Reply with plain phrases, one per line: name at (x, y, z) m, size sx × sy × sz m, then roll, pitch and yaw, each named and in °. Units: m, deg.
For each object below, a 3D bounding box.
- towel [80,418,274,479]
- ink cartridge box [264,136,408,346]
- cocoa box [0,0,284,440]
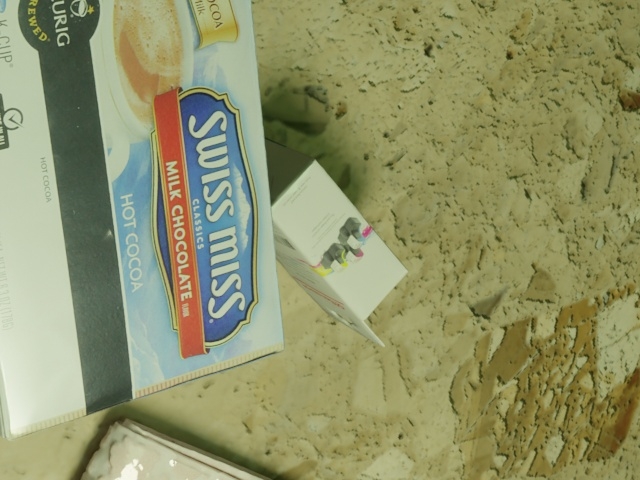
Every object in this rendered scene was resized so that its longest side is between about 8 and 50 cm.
towel at (-0.128, 0.352, 1.581) m, size 0.317 × 0.053 × 0.332 m, roll 28°, pitch 89°, yaw -35°
ink cartridge box at (0.000, 0.000, 1.516) m, size 0.061 × 0.104 × 0.181 m, roll -47°, pitch 124°, yaw -10°
cocoa box at (-0.186, -0.077, 1.298) m, size 0.228 × 0.231 × 0.347 m, roll -16°, pitch 114°, yaw -28°
